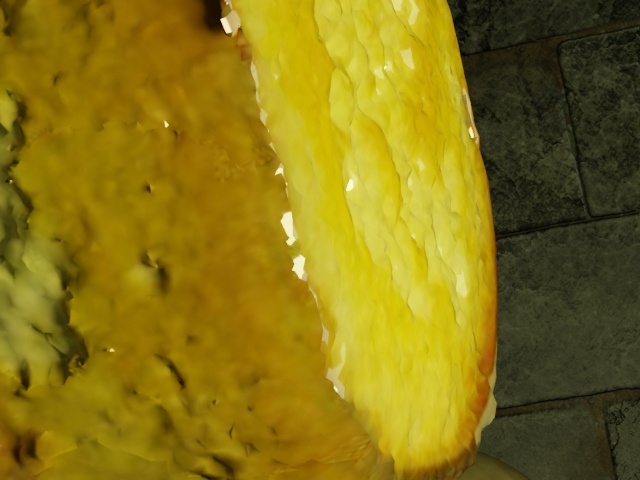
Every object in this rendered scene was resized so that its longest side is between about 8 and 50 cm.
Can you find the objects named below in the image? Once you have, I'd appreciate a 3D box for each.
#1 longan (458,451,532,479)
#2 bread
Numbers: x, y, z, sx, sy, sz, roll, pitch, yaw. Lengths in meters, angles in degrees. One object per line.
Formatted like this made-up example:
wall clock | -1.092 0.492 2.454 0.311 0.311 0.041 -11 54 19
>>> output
longan | 0.085 0.318 0.924 0.319 0.319 0.318 -10 90 -82
bread | -0.048 -0.022 0.541 0.398 0.215 0.398 -11 90 -67
